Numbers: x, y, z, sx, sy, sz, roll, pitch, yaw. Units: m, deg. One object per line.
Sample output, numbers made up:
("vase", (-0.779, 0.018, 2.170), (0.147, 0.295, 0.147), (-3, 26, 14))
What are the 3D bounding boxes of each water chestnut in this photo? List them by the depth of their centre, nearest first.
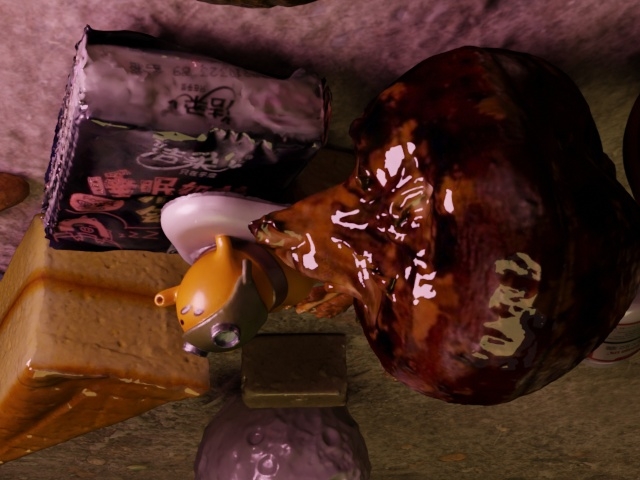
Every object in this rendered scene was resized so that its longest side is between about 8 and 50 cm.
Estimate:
("water chestnut", (0.110, -0.015, 0.923), (0.346, 0.335, 0.335), (5, 154, -12))

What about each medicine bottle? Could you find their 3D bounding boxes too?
("medicine bottle", (0.395, 0.087, 1.376), (0.131, 0.131, 0.250), (-3, 154, 8))

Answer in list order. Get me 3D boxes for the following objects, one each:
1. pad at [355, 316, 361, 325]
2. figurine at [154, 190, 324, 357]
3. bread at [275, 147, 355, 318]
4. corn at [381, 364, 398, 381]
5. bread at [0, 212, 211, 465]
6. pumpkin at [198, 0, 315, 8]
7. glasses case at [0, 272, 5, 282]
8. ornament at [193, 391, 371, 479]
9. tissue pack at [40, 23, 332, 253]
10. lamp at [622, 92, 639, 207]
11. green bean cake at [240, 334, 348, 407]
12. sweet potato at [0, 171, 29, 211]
("pad", (0.241, 0.171, 1.639), (0.375, 0.063, 0.315), (17, 150, -32))
("figurine", (-0.060, 0.056, 1.041), (0.250, 0.141, 0.166), (18, 150, -39))
("bread", (0.000, 0.000, 1.219), (0.184, 0.114, 0.275), (10, 151, -22))
("corn", (0.161, 0.067, 1.275), (0.123, 0.122, 0.305), (3, 134, -19))
("bread", (-0.338, 0.162, 1.352), (0.244, 0.233, 0.362), (13, 140, -29))
("pumpkin", (-0.042, -0.238, 0.656), (0.223, 0.157, 0.224), (5, 165, 1))
("glasses case", (-0.471, 0.087, 1.459), (0.282, 0.067, 0.109), (21, 150, -40))
("ornament", (-0.080, 0.425, 1.883), (0.336, 0.337, 0.337), (0, 155, 0))
("tissue pack", (-0.148, -0.084, 1.035), (0.244, 0.123, 0.332), (3, 159, -20))
("lamp", (0.420, -0.063, 0.891), (0.303, 0.257, 0.303), (28, 170, 5))
("green bean cake", (-0.042, 0.219, 1.688), (0.179, 0.109, 0.085), (0, 155, 1))
("sweet potato", (-0.483, -0.053, 1.142), (0.291, 0.097, 0.097), (3, 156, -25))
